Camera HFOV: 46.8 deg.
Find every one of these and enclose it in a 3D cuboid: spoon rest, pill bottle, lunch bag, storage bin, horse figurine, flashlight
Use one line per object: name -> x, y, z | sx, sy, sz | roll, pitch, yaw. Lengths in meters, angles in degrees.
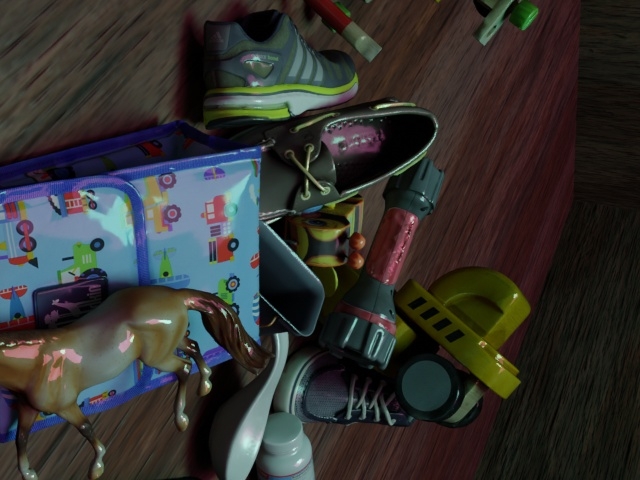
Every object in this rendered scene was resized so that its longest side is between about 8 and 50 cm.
spoon rest -> -0.092, 0.196, 0.969 | 0.137, 0.084, 0.277 | -34, 130, -70
pill bottle -> -0.054, 0.340, 1.112 | 0.087, 0.087, 0.160 | -45, 138, -47
lunch bag -> -0.203, 0.031, 0.677 | 0.293, 0.138, 0.221 | -22, 122, -43
storage bin -> -0.076, 0.060, 0.853 | 0.135, 0.091, 0.098 | 46, 42, -28
horse figurine -> -0.172, 0.107, 0.617 | 0.263, 0.066, 0.175 | -23, 125, -24
flashlight -> 0.095, 0.025, 1.043 | 0.103, 0.103, 0.304 | 40, 67, -47

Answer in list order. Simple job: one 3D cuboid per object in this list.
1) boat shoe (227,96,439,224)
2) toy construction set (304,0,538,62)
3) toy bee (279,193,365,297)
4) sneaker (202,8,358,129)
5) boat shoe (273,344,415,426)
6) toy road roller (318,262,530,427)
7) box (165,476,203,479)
boat shoe -> -0.005, -0.094, 0.875 | 0.324, 0.096, 0.117 | -22, 104, -26
toy construction set -> 0.152, -0.336, 0.945 | 0.309, 0.237, 0.257 | -44, 174, -8
toy bee -> 0.000, 0.000, 0.990 | 0.298, 0.162, 0.195 | -51, 145, -42
sneaker -> -0.040, -0.214, 0.885 | 0.300, 0.111, 0.121 | -36, 124, -60
boat shoe -> 0.065, 0.250, 1.225 | 0.340, 0.158, 0.127 | 8, 94, -64
toy road roller -> 0.172, 0.119, 1.148 | 0.241, 0.329, 0.202 | -48, 152, 2
box -> -0.179, 0.371, 0.815 | 0.270, 0.143, 0.165 | 27, 77, -63
